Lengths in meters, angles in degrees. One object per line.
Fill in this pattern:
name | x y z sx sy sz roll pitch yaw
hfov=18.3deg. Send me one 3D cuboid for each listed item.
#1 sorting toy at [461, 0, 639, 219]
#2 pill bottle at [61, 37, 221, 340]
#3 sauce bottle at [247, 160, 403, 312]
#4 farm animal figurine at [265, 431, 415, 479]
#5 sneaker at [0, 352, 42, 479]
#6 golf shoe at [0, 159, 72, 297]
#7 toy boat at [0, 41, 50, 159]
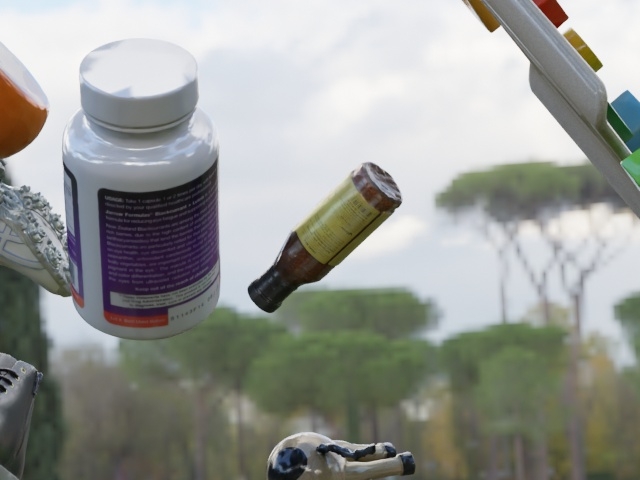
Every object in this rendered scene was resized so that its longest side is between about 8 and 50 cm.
sorting toy | 0.174 -0.112 1.348 0.047 0.348 0.196 -38 -33 3
pill bottle | -0.122 -0.037 1.369 0.108 0.193 0.108 1 36 -1
sauce bottle | 0.000 0.000 1.350 0.128 0.042 0.042 -42 -25 22
farm animal figurine | -0.042 0.326 1.617 0.172 0.330 0.327 -2 -7 -26
sneaker | -0.310 0.140 1.745 0.083 0.118 0.222 8 -22 11
golf shoe | -0.265 -0.011 1.602 0.086 0.069 0.176 -28 -57 17
toy boat | -0.177 -0.100 0.877 0.231 0.151 0.151 -42 -1 39
